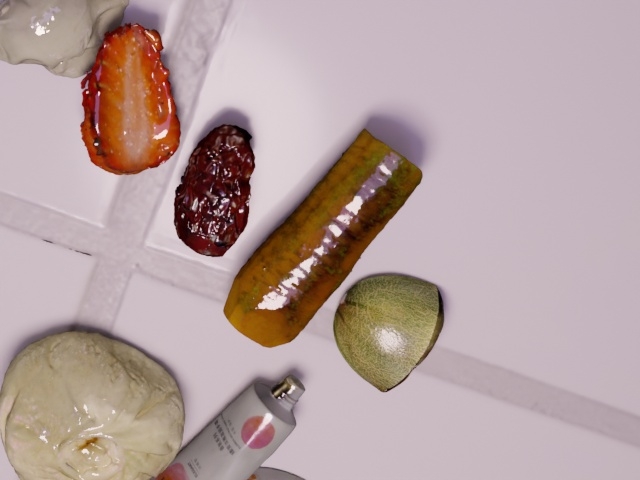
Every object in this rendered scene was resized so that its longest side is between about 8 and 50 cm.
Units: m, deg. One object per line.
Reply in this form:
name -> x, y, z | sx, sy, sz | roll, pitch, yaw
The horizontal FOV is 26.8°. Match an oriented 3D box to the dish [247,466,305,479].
dish -> -0.092, 0.458, 1.812 | 0.273, 0.134, 0.273 | 0, 110, -1

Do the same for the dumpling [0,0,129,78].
dumpling -> -0.310, -0.249, 1.593 | 0.169, 0.100, 0.134 | -45, 141, -14

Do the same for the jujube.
jujube -> -0.128, -0.063, 1.657 | 0.104, 0.104, 0.166 | 16, 97, -7

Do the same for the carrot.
carrot -> 0.000, 0.000, 1.674 | 0.114, 0.114, 0.302 | 38, 100, -13

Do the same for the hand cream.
hand cream -> -0.147, 0.300, 1.773 | 0.340, 0.124, 0.078 | -45, 142, 9

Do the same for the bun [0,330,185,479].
bun -> -0.302, 0.230, 1.719 | 0.243, 0.153, 0.244 | -1, 104, -3

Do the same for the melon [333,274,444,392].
melon -> 0.079, 0.119, 1.730 | 0.128, 0.079, 0.160 | 29, 106, -12

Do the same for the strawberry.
strawberry -> -0.233, -0.172, 1.626 | 0.121, 0.082, 0.188 | -4, 106, -30
